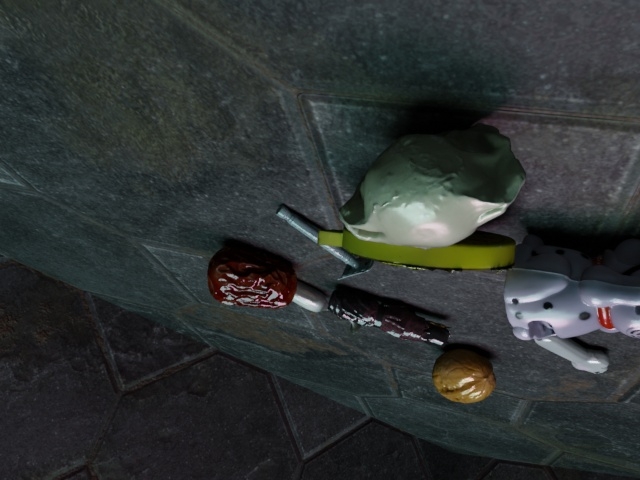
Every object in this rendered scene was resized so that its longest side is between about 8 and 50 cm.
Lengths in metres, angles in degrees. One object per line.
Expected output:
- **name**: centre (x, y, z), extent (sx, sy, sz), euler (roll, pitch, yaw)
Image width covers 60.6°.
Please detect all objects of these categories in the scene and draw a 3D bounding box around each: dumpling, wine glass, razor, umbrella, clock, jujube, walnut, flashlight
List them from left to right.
- **jujube**: centre (-0.176, 0.101, 1.410), extent (0.230, 0.155, 0.155), euler (11, 156, -6)
- **wine glass**: centre (0.000, 0.179, 1.534), extent (0.262, 0.074, 0.074), euler (30, 153, -18)
- **razor**: centre (0.000, 0.000, 1.181), extent (0.232, 0.068, 0.106), euler (34, 151, -20)
- **umbrella**: centre (0.178, 0.201, 1.424), extent (0.326, 0.094, 0.090), euler (16, -178, 8)
- **dumpling**: centre (0.142, -0.083, 0.748), extent (0.258, 0.193, 0.147), euler (-17, 136, 27)
- **clock**: centre (0.172, -0.009, 0.902), extent (0.294, 0.071, 0.277), euler (11, -169, 35)
- **walnut**: centre (0.412, 0.390, 1.580), extent (0.159, 0.159, 0.207), euler (27, 159, -18)
- **flashlight**: centre (0.594, 0.257, 1.302), extent (0.200, 0.047, 0.093), euler (28, 153, -13)
- **clock**: centre (0.453, 0.085, 0.889), extent (0.254, 0.188, 0.189), euler (-3, 148, 41)

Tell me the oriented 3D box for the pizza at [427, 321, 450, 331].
- **pizza**: centre (0.313, 0.235, 1.488), extent (0.083, 0.016, 0.037), euler (15, 156, 18)
